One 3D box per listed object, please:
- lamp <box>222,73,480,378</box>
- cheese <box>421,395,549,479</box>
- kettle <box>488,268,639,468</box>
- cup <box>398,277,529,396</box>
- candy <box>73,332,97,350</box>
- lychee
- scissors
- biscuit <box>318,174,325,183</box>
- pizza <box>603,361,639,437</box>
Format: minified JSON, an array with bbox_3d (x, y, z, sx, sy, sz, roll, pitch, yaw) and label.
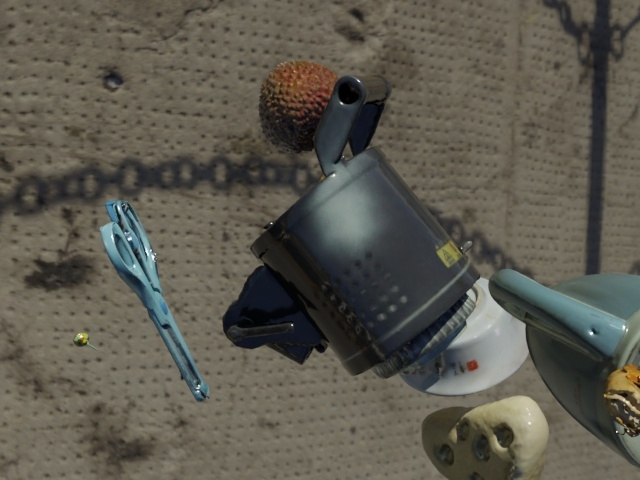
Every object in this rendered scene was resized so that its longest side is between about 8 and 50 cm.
[{"bbox_3d":[0.066,0.024,1.096,0.374,0.272,0.205,-59,173,17],"label":"lamp"},{"bbox_3d":[0.394,0.463,2.136,0.130,0.351,0.328,-7,129,-32],"label":"cheese"},{"bbox_3d":[0.398,0.139,1.294,0.319,0.342,0.247,33,90,-22],"label":"kettle"},{"bbox_3d":[0.331,0.203,2.211,0.347,0.347,0.163,-38,125,-28],"label":"cup"},{"bbox_3d":[-0.386,0.171,1.499,0.083,0.023,0.025,60,50,-68],"label":"candy"},{"bbox_3d":[-0.025,-0.219,1.535,0.165,0.165,0.197,-5,57,-36],"label":"lychee"},{"bbox_3d":[-0.285,0.111,1.563,0.032,0.180,0.393,-21,105,9],"label":"scissors"},{"bbox_3d":[-0.010,-0.004,1.655,0.237,0.131,0.026,-50,156,14],"label":"biscuit"},{"bbox_3d":[0.352,0.154,0.787,0.147,0.226,0.069,7,99,-49],"label":"pizza"}]
